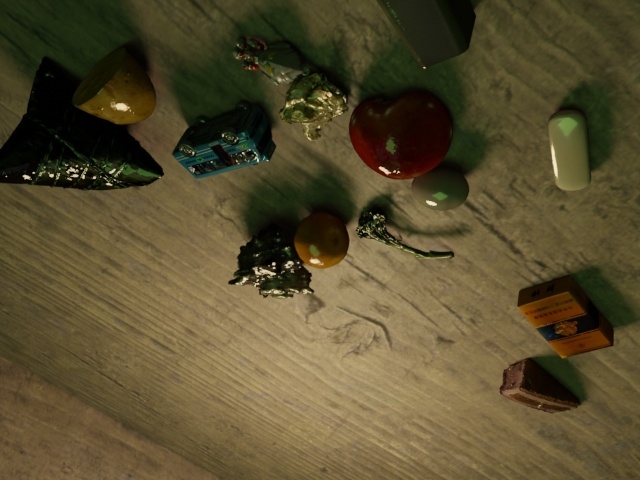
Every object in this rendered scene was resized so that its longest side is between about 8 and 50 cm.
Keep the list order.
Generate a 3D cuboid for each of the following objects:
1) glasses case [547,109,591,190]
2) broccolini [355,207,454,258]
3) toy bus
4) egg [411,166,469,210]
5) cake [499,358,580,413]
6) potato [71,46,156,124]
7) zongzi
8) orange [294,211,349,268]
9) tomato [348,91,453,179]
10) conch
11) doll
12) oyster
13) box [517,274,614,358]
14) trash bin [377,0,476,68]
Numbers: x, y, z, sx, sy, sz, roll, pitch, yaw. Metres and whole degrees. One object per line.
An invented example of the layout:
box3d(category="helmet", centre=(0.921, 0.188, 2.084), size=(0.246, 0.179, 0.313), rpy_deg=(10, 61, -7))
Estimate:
box3d(category="glasses case", centre=(0.537, -0.191, 1.446), size=(0.081, 0.051, 0.204), rpy_deg=(-2, 133, 23))
box3d(category="broccolini", centre=(0.221, -0.017, 1.747), size=(0.272, 0.062, 0.123), rpy_deg=(18, 153, 12))
box3d(category="toy bus", centre=(-0.237, -0.241, 1.665), size=(0.247, 0.113, 0.134), rpy_deg=(-10, 133, 32))
box3d(category="egg", centre=(0.282, -0.122, 1.583), size=(0.135, 0.103, 0.103), rpy_deg=(7, 136, 18))
box3d(category="cake", centre=(0.668, 0.456, 2.047), size=(0.295, 0.112, 0.116), rpy_deg=(30, 141, -28))
box3d(category="potato", centre=(-0.474, -0.353, 1.621), size=(0.204, 0.178, 0.158), rpy_deg=(-28, 131, 33))
box3d(category="zongzi", centre=(-0.658, -0.207, 1.703), size=(0.383, 0.362, 0.319), rpy_deg=(45, 151, -26))
box3d(category="orange", centre=(0.000, 0.000, 1.791), size=(0.134, 0.154, 0.154), rpy_deg=(-3, 135, 49))
box3d(category="tomato", centre=(0.175, -0.217, 1.504), size=(0.233, 0.139, 0.200), rpy_deg=(-10, 136, 29))
box3d(category="conch", centre=(-0.125, 0.086, 1.891), size=(0.241, 0.186, 0.313), rpy_deg=(24, 146, 10))
box3d(category="doll", centre=(-0.110, -0.399, 1.489), size=(0.180, 0.079, 0.093), rpy_deg=(21, 106, 9))
box3d(category="oyster", centre=(-0.012, -0.294, 1.546), size=(0.164, 0.081, 0.191), rpy_deg=(-1, 151, 14))
box3d(category="box", centre=(0.656, 0.209, 1.797), size=(0.152, 0.070, 0.237), rpy_deg=(-26, 121, 39))
box3d(category="trash bin", centre=(0.182, -0.461, 1.233), size=(0.122, 0.164, 0.240), rpy_deg=(-15, 127, 34))
